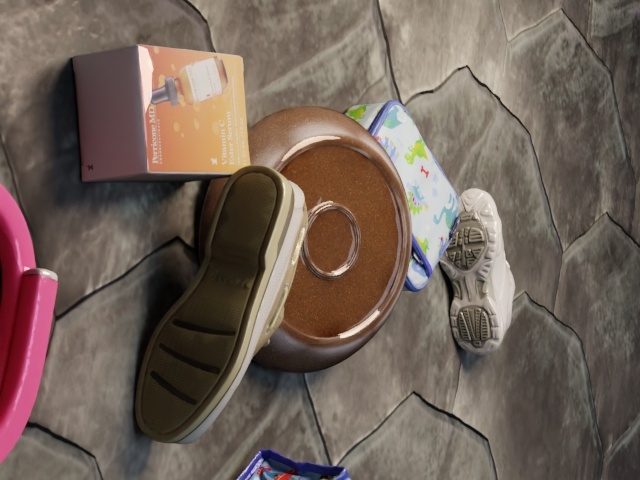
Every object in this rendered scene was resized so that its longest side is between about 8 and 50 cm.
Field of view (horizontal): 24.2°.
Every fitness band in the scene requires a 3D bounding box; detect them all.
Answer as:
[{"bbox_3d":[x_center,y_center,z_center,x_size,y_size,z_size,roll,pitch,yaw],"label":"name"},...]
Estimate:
[{"bbox_3d":[-0.328,0.073,1.303,0.209,0.054,0.291,31,60,-49],"label":"fitness band"}]

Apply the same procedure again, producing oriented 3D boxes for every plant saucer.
[{"bbox_3d":[0.000,0.000,1.715,0.310,0.050,0.310,-2,93,-40],"label":"plant saucer"}]

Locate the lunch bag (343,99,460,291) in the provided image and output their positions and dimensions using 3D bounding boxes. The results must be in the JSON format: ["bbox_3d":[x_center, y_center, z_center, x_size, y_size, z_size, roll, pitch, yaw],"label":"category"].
[{"bbox_3d":[0.084,-0.050,1.887,0.219,0.090,0.176,59,45,-31],"label":"lunch bag"}]

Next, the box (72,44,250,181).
[{"bbox_3d":[-0.160,-0.127,1.537,0.170,0.091,0.130,-4,90,-56],"label":"box"}]

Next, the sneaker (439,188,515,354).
[{"bbox_3d":[0.225,0.036,2.096,0.115,0.090,0.232,-29,119,-60],"label":"sneaker"}]

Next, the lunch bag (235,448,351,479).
[{"bbox_3d":[-0.066,0.407,1.595,0.293,0.138,0.221,-43,124,-36],"label":"lunch bag"}]

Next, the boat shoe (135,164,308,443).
[{"bbox_3d":[-0.088,0.077,1.558,0.103,0.113,0.302,33,81,-59],"label":"boat shoe"}]
